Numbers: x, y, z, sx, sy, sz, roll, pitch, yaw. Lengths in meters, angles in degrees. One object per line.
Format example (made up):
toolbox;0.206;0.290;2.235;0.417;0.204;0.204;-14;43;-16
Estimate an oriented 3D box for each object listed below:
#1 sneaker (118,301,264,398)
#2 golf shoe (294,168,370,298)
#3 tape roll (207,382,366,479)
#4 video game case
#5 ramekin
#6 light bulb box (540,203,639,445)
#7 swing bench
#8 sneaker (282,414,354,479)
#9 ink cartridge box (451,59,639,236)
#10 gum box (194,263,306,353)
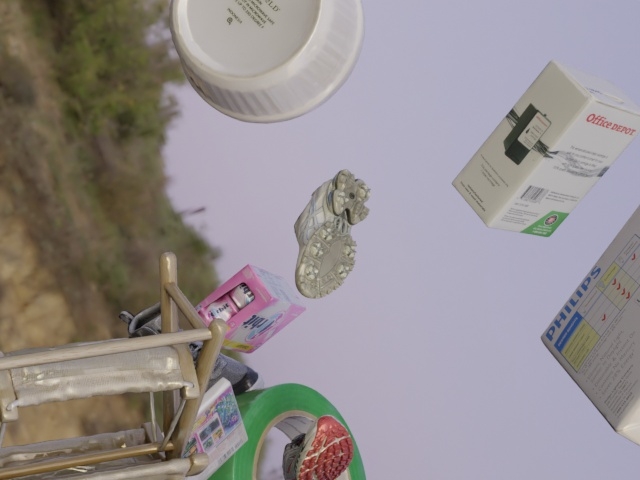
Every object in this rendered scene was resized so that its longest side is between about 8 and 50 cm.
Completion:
sneaker;-0.222;0.185;2.230;0.268;0.101;0.153;11;-46;32
golf shoe;0.000;0.000;1.611;0.086;0.176;0.069;-17;-51;46
tape roll;-0.051;0.375;2.009;0.077;0.321;0.321;-17;-84;35
video game case;-0.165;0.272;1.779;0.019;0.157;0.143;33;-27;31
ramekin;-0.084;-0.304;1.868;0.273;0.273;0.127;64;9;15
light bulb box;0.603;0.147;2.252;0.225;0.358;0.361;31;11;-19
swing bench;-0.252;0.167;1.404;0.165;0.253;0.255;48;-44;49
sneaker;-0.018;0.313;1.962;0.093;0.088;0.225;60;-28;28
ink cartridge box;0.288;-0.112;1.698;0.208;0.153;0.087;-52;-125;23
gum box;-0.100;0.097;1.880;0.062;0.107;0.188;53;6;15
